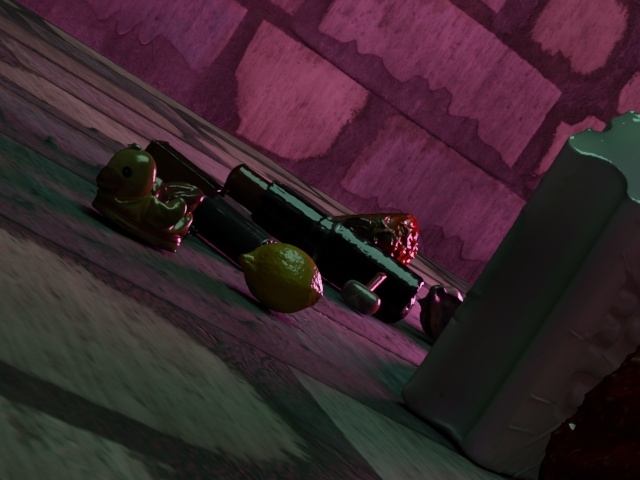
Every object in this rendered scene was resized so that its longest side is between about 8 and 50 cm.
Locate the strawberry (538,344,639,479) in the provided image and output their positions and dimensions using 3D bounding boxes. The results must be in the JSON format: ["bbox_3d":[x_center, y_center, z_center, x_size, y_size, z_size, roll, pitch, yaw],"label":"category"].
[{"bbox_3d":[0.273,0.189,0.917,0.220,0.274,0.274,-10,-24,35],"label":"strawberry"}]

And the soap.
[{"bbox_3d":[0.245,0.051,1.212,0.115,0.347,0.208,35,4,34],"label":"soap"}]

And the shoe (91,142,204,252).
[{"bbox_3d":[-0.153,-0.038,1.132,0.109,0.069,0.072,37,-4,-29],"label":"shoe"}]

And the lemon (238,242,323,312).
[{"bbox_3d":[-0.038,0.034,1.208,0.092,0.065,0.065,25,8,-24],"label":"lemon"}]

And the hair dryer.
[{"bbox_3d":[-0.089,-0.008,1.440,0.173,0.050,0.195,39,4,29],"label":"hair dryer"}]

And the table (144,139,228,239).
[{"bbox_3d":[-0.147,-0.047,1.275,0.082,0.070,0.083,37,4,1],"label":"table"}]

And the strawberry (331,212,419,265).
[{"bbox_3d":[0.064,0.013,1.967,0.175,0.107,0.236,-3,3,2],"label":"strawberry"}]

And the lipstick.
[{"bbox_3d":[0.000,0.000,1.709,0.299,0.081,0.081,34,5,5],"label":"lipstick"}]

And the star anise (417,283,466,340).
[{"bbox_3d":[0.221,0.130,1.809,0.236,0.093,0.229,33,4,-29],"label":"star anise"}]

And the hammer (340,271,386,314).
[{"bbox_3d":[0.062,0.061,1.629,0.052,0.031,0.083,37,37,10],"label":"hammer"}]
